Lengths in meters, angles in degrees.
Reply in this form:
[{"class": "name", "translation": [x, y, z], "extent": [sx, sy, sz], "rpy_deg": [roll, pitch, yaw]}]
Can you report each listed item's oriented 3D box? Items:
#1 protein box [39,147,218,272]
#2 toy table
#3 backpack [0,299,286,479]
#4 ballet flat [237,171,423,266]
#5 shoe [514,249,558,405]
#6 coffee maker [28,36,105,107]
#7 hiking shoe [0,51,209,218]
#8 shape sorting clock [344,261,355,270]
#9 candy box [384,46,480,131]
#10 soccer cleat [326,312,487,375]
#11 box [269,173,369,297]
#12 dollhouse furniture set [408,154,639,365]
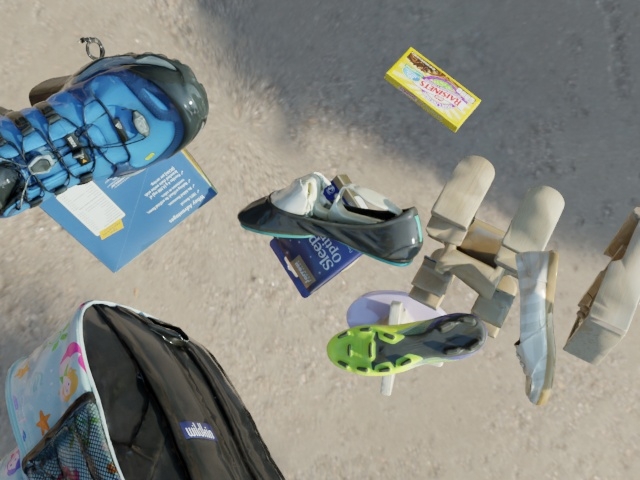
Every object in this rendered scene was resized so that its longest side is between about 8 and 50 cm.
[{"class": "protein box", "translation": [-0.299, -0.102, 1.093], "extent": [0.199, 0.136, 0.201], "rpy_deg": [-38, 135, -2]}, {"class": "toy table", "translation": [0.185, 0.240, 1.881], "extent": [0.274, 0.161, 0.252], "rpy_deg": [-1, 111, 18]}, {"class": "backpack", "translation": [-0.150, 0.181, 0.626], "extent": [0.191, 0.225, 0.254], "rpy_deg": [-38, 56, 12]}, {"class": "ballet flat", "translation": [0.014, -0.043, 1.072], "extent": [0.280, 0.095, 0.096], "rpy_deg": [12, 116, 16]}, {"class": "shoe", "translation": [0.296, 0.120, 1.051], "extent": [0.058, 0.076, 0.219], "rpy_deg": [3, 95, 10]}, {"class": "coffee maker", "translation": [-0.458, -0.284, 1.439], "extent": [0.178, 0.120, 0.171], "rpy_deg": [-2, 95, 35]}, {"class": "hiking shoe", "translation": [-0.240, -0.073, 0.674], "extent": [0.303, 0.132, 0.113], "rpy_deg": [-13, 126, 20]}, {"class": "shape sorting clock", "translation": [0.040, -0.010, 1.925], "extent": [0.206, 0.206, 0.040], "rpy_deg": [-56, 141, 4]}, {"class": "candy box", "translation": [0.255, -0.344, 1.710], "extent": [0.206, 0.027, 0.105], "rpy_deg": [38, 67, 5]}, {"class": "soccer cleat", "translation": [0.157, 0.191, 1.362], "extent": [0.289, 0.121, 0.094], "rpy_deg": [-9, 79, 6]}, {"class": "box", "translation": [0.000, 0.000, 1.369], "extent": [0.225, 0.036, 0.136], "rpy_deg": [-41, 77, 32]}, {"class": "dollhouse furniture set", "translation": [0.406, 0.016, 1.434], "extent": [0.394, 0.362, 0.257], "rpy_deg": [26, 64, 14]}]
